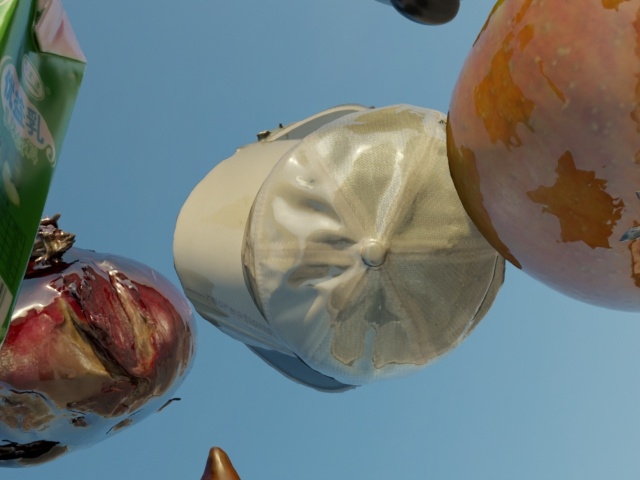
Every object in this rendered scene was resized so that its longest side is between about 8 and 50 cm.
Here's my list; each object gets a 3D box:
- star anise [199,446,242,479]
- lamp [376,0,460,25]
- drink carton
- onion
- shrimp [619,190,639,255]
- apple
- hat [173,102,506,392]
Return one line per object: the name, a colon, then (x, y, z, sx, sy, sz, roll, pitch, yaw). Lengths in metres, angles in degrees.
star anise: (-0.030, 0.195, 0.423, 0.212, 0.111, 0.196, -28, -94, -26)
lamp: (0.101, -0.312, 0.786, 0.244, 0.197, 0.198, -43, -48, -11)
drink carton: (-0.251, -0.051, 0.544, 0.108, 0.161, 0.271, 79, -170, -48)
onion: (-0.283, 0.095, 0.929, 0.314, 0.313, 0.232, -18, -83, -51)
shrimp: (0.171, -0.014, 0.299, 0.180, 0.099, 0.041, -4, -69, -23)
apple: (0.176, -0.070, 0.459, 0.210, 0.173, 0.235, -24, -27, -18)
hat: (-0.005, 0.000, 0.674, 0.161, 0.275, 0.232, 12, -95, -52)
